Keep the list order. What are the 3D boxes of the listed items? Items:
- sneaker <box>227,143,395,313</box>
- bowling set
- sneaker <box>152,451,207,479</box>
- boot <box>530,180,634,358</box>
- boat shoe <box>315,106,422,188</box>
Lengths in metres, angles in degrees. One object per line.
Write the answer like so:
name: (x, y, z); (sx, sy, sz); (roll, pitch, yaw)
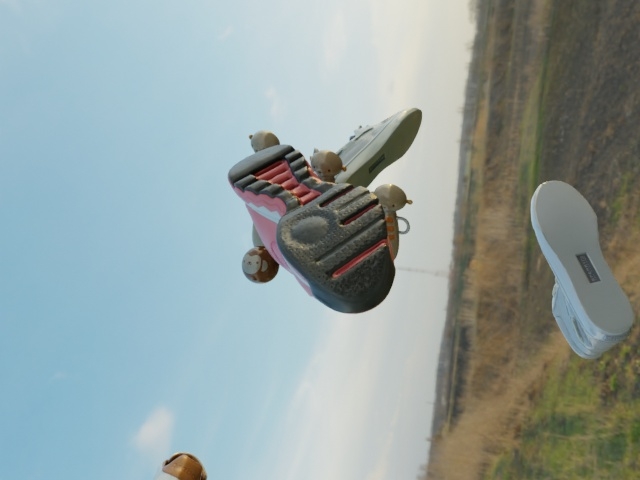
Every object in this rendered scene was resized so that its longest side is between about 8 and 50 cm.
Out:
sneaker: (0.000, 0.000, 0.704); (0.314, 0.116, 0.136); (49, 164, 51)
bowling set: (-0.028, -0.035, 0.877); (0.200, 0.287, 0.154); (-47, -33, -49)
sneaker: (-0.222, 0.408, 0.955); (0.123, 0.106, 0.290); (-59, -1, -34)
boot: (0.366, 0.046, 0.907); (0.123, 0.095, 0.258); (88, 175, -60)
boat shoe: (0.078, -0.156, 1.010); (0.227, 0.081, 0.079); (-44, -31, -23)
